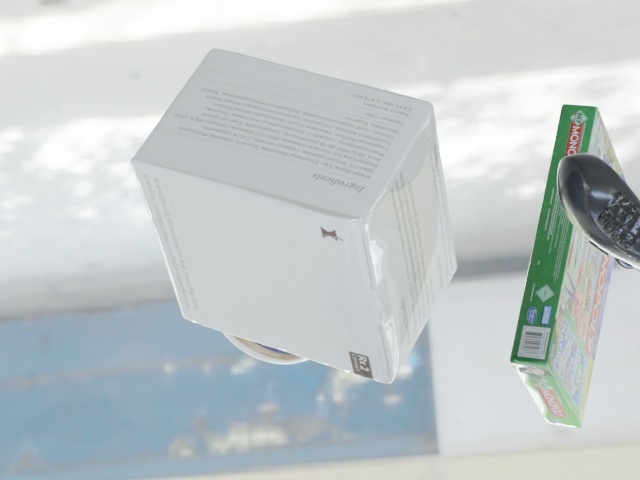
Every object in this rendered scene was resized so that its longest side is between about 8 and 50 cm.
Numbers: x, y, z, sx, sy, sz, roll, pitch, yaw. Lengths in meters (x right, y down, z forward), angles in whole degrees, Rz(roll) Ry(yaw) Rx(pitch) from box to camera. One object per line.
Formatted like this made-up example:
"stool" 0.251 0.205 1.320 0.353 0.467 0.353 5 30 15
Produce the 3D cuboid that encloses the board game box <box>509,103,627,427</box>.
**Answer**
"board game box" 0.290 0.032 2.109 0.046 0.317 0.213 5 158 23

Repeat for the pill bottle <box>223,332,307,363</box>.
"pill bottle" 0.000 0.000 1.833 0.153 0.153 0.265 3 147 -29

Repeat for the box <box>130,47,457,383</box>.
"box" -0.013 -0.017 1.290 0.182 0.119 0.181 16 144 23

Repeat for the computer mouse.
"computer mouse" 0.245 0.035 1.328 0.041 0.242 0.071 -43 -167 -11
